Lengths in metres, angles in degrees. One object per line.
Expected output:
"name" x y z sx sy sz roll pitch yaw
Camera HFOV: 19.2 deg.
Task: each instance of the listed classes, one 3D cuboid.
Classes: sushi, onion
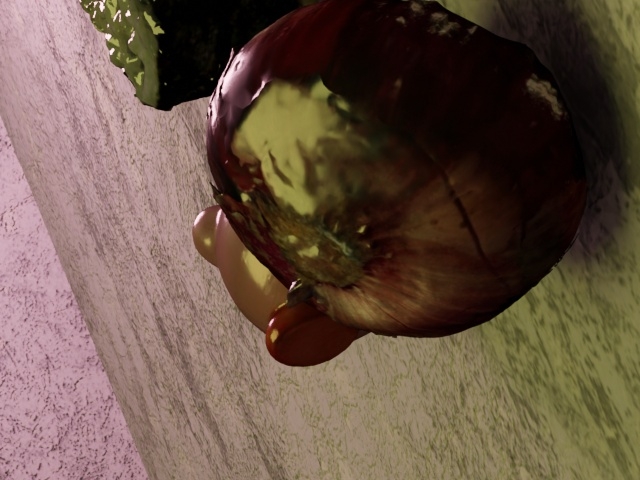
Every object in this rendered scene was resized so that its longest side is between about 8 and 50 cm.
"sushi" -0.135 -0.264 1.629 0.350 0.171 0.211 -126 22 -45
"onion" 0.053 -0.061 1.209 0.252 0.219 0.252 19 143 15

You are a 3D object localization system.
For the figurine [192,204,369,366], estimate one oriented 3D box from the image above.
"figurine" 0.000 0.000 1.490 0.173 0.173 0.173 161 90 -73
